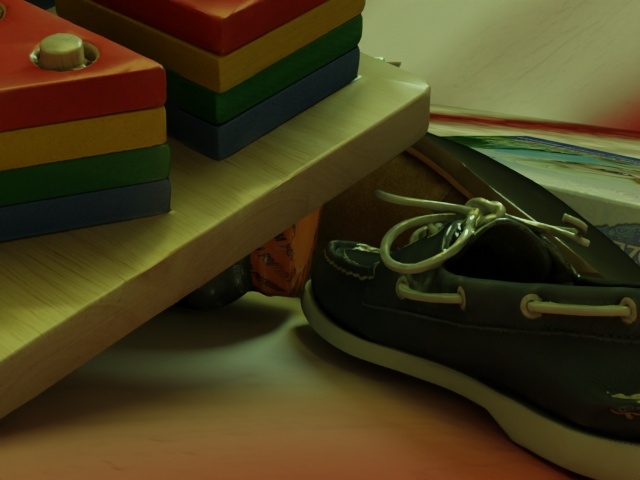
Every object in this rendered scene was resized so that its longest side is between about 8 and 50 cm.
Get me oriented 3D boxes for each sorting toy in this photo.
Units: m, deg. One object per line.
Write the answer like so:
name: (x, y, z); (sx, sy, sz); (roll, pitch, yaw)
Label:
sorting toy: (-0.129, -0.076, 0.539); (0.257, 0.089, 0.255); (27, 43, 30)

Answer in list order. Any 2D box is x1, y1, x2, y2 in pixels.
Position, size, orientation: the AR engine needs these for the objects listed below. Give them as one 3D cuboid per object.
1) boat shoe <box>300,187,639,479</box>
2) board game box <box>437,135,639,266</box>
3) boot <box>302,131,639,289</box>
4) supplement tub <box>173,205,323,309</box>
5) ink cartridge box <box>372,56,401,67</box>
boat shoe: (0.070, 0.025, 0.549); (0.095, 0.079, 0.254); (1, 10, -25)
board game box: (0.213, -0.007, 0.865); (0.318, 0.066, 0.318); (14, 11, 27)
boot: (0.048, -0.003, 0.708); (0.305, 0.115, 0.112); (35, 8, 36)
supplement tub: (-0.097, -0.031, 0.654); (0.190, 0.117, 0.117); (8, 9, 9)
ink cartridge box: (-0.011, -0.170, 1.467); (0.171, 0.056, 0.235); (-3, -14, -5)
